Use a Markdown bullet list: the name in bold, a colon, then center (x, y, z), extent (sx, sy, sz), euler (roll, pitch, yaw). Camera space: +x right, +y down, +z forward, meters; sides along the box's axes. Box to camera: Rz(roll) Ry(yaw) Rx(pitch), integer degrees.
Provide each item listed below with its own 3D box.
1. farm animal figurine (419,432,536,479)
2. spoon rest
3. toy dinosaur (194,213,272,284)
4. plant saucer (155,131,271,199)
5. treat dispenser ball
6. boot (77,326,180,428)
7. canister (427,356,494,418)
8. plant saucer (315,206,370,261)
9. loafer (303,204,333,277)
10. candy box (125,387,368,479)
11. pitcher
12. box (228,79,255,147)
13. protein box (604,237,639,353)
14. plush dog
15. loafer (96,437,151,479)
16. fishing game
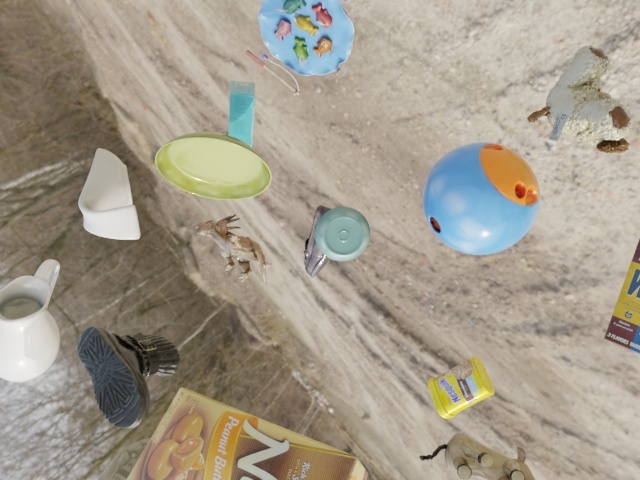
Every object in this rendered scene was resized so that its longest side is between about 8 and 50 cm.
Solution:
- **farm animal figurine**: center (0.335, 0.436, 0.765), extent (0.172, 0.326, 0.330), euler (81, 178, -81)
- **spoon rest**: center (-0.362, -0.073, 0.877), extent (0.276, 0.084, 0.137), euler (-138, 42, -58)
- **toy dinosaur**: center (-0.268, 0.020, 1.743), extent (0.295, 0.127, 0.200), euler (37, -164, -30)
- **plant saucer**: center (-0.221, -0.159, 1.086), extent (0.240, 0.037, 0.241), euler (3, 156, 1)
- **treat dispenser ball**: center (0.408, -0.107, 1.326), extent (0.288, 0.288, 0.288), euler (45, 163, 18)
- **boot**: center (-0.499, 0.375, 1.453), extent (0.348, 0.131, 0.260), euler (46, -170, 36)
- **canister**: center (0.420, 0.439, 1.547), extent (0.073, 0.170, 0.126), euler (26, -144, -39)
- **plant saucer**: center (0.048, -0.011, 1.095), extent (0.119, 0.119, 0.021), euler (54, -177, -11)
- **loafer**: center (0.000, 0.000, 1.533), extent (0.095, 0.109, 0.302), euler (37, 144, 8)
- **candy box**: center (-0.113, 0.353, 0.738), extent (0.316, 0.183, 0.088), euler (11, 147, 27)
- **pitcher**: center (-0.541, 0.150, 0.965), extent (0.125, 0.178, 0.207), euler (21, 127, -4)
- **box**: center (-0.200, -0.264, 1.294), extent (0.100, 0.060, 0.244), euler (-101, 16, -55)
- **protein box**: center (0.648, 0.102, 0.938), extent (0.136, 0.201, 0.200), euler (25, 110, 43)
- **plush dog**: center (0.678, -0.321, 1.323), extent (0.210, 0.225, 0.263), euler (-29, 57, 43)
- **loafer**: center (-0.355, 0.457, 0.912), extent (0.112, 0.111, 0.319), euler (30, -166, 12)
- **fishing game**: center (-0.031, -0.377, 0.944), extent (0.189, 0.041, 0.264), euler (36, 141, -15)
